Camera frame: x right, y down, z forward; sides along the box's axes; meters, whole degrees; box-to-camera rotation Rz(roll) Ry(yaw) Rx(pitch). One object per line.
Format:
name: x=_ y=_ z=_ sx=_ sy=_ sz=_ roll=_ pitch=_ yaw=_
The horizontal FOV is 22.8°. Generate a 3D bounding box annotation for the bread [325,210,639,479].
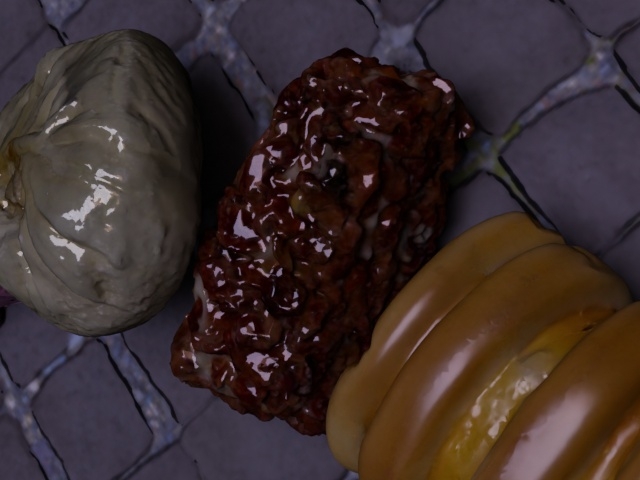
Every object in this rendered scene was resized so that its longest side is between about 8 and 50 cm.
bread: x=0.145 y=0.127 z=0.730 sx=0.311 sy=0.121 sz=0.173 roll=39 pitch=105 yaw=23

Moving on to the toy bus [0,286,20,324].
toy bus: x=-0.272 y=0.022 z=0.991 sx=0.203 sy=0.063 sz=0.090 roll=-13 pitch=79 yaw=25

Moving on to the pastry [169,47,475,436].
pastry: x=-0.001 y=0.000 z=0.822 sx=0.097 sy=0.115 sz=0.208 roll=29 pitch=108 yaw=31

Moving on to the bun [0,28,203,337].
bun: x=-0.125 y=-0.033 z=0.845 sx=0.188 sy=0.111 sz=0.164 roll=-104 pitch=35 yaw=-54
